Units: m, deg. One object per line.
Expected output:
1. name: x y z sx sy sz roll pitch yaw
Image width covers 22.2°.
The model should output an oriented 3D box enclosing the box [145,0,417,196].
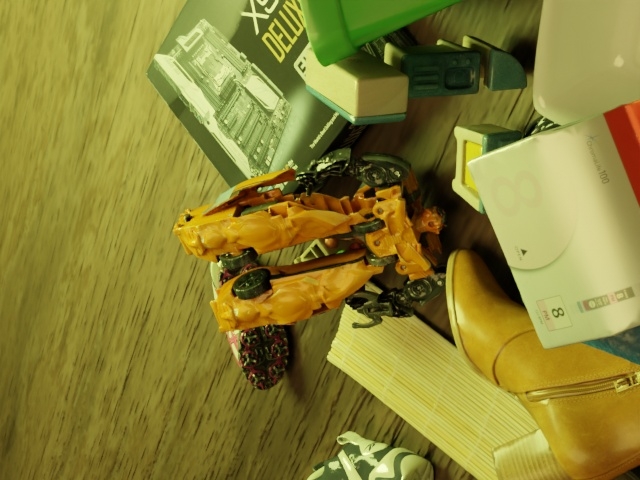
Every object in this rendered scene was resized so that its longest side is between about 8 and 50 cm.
1. box: -0.048 -0.193 1.794 0.242 0.076 0.307 53 140 11

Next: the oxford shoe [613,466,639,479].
1. oxford shoe: 0.339 0.259 1.646 0.227 0.083 0.096 44 141 37

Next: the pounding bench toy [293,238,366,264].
1. pounding bench toy: 0.005 0.024 1.856 0.052 0.083 0.065 53 140 10

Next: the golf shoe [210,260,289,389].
1. golf shoe: -0.089 0.094 2.022 0.086 0.067 0.186 -147 40 -67

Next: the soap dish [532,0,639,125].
1. soap dish: 0.326 -0.168 1.381 0.291 0.118 0.229 27 130 34

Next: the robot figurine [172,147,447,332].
1. robot figurine: 0.000 0.000 1.766 0.291 0.085 0.211 -13 116 19

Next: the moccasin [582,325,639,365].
1. moccasin: 0.372 0.076 1.475 0.342 0.117 0.138 30 122 26

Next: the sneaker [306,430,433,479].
1. sneaker: 0.048 0.335 1.982 0.153 0.094 0.235 28 129 36

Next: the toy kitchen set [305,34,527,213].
1. toy kitchen set: 0.101 -0.097 1.551 0.122 0.207 0.166 -138 46 -60

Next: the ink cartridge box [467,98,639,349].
1. ink cartridge box: 0.253 -0.017 1.401 0.232 0.066 0.189 -19 95 53

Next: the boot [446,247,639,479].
1. boot: 0.252 0.104 1.636 0.211 0.104 0.295 -27 60 25

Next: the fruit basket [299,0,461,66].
1. fruit basket: -0.025 -0.360 1.519 0.392 0.283 0.392 6 112 15

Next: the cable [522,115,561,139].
1. cable: 0.265 -0.058 1.572 0.184 0.047 0.150 -2 118 51

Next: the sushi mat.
1. sushi mat: 0.138 0.176 1.854 0.316 0.019 0.151 37 134 26
